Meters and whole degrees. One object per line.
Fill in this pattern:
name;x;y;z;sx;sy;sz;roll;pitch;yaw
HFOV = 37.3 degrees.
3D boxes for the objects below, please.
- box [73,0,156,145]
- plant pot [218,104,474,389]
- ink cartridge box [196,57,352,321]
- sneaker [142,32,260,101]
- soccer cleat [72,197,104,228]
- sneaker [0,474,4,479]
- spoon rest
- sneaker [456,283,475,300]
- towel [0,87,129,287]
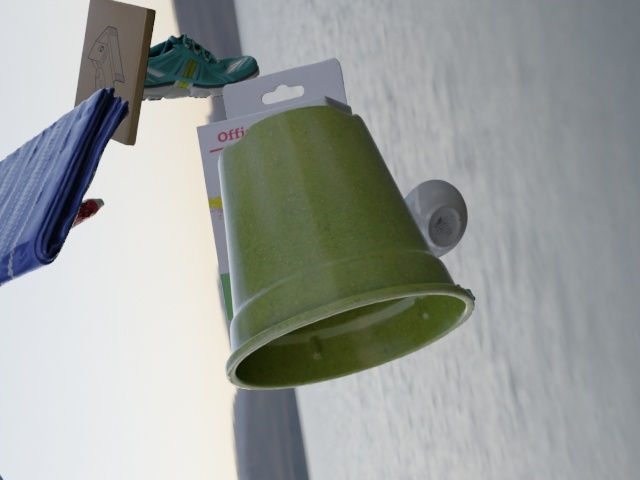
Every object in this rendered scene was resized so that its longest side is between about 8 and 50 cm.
box;-0.314;-0.258;1.422;0.164;0.021;0.201;24;108;43
plant pot;0.000;0.000;1.058;0.276;0.276;0.253;90;164;-69
ink cartridge box;-0.049;-0.076;1.339;0.119;0.207;0.353;-1;-100;-70
sneaker;-0.229;-0.303;1.638;0.107;0.275;0.110;30;123;54
soccer cleat;-0.295;-0.029;1.134;0.029;0.083;0.035;63;-158;-5
sneaker;-0.464;0.329;1.166;0.063;0.162;0.073;-40;67;53
spoon rest;0.148;0.021;1.581;0.137;0.276;0.084;42;167;-29
sneaker;0.220;0.102;1.721;0.166;0.076;0.065;13;-139;-49
towel;-0.344;-0.013;1.008;0.040;0.336;0.243;41;-138;-30
